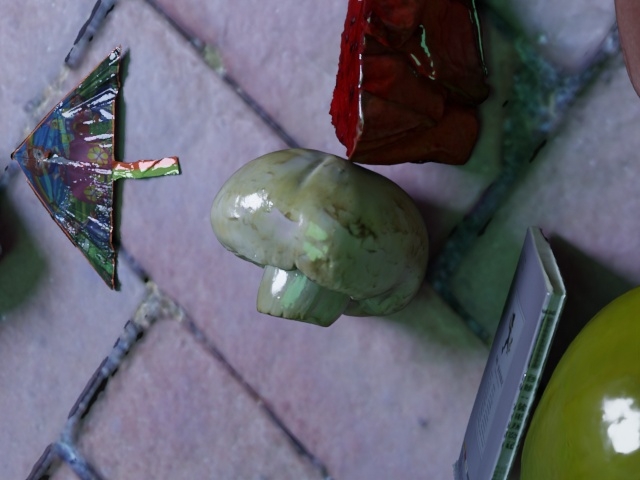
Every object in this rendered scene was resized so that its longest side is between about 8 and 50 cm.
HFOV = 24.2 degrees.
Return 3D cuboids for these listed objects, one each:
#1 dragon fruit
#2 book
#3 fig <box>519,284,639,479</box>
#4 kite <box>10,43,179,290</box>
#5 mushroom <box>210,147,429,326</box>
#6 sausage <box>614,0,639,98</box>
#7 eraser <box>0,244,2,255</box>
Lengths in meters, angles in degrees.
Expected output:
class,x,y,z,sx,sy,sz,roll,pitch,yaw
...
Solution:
class,x,y,z,sx,sy,sz,roll,pitch,yaw
dragon fruit,0.063,-0.145,0.970,0.092,0.122,0.192,3,96,-8
book,0.114,0.091,0.925,0.014,0.127,0.181,14,108,-3
fig,0.214,0.131,0.828,0.207,0.207,0.230,39,144,21
kite,-0.174,-0.058,1.147,0.159,0.010,0.190,10,103,29
mushroom,0.000,0.000,0.975,0.148,0.148,0.112,12,84,30
sausage,0.190,-0.275,0.841,0.088,0.088,0.433,-4,100,32
eraser,-0.385,-0.071,1.229,0.171,0.087,0.290,-42,74,30
